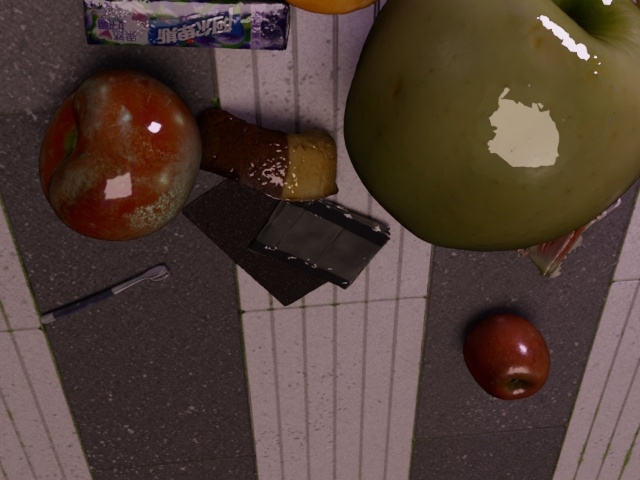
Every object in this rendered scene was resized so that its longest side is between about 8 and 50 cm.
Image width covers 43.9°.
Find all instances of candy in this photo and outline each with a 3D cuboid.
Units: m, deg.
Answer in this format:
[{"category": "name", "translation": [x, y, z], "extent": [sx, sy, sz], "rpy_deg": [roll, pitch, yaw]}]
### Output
[{"category": "candy", "translation": [-0.203, -0.341, 1.210], "extent": [0.313, 0.061, 0.088], "rpy_deg": [0, 132, -8]}]

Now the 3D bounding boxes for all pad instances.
[{"category": "pad", "translation": [-0.079, -0.012, 1.533], "extent": [0.220, 0.004, 0.330], "rpy_deg": [-31, 127, 17]}, {"category": "pad", "translation": [0.000, 0.000, 1.537], "extent": [0.233, 0.022, 0.174], "rpy_deg": [22, 124, -22]}]

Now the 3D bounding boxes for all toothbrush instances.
[{"category": "toothbrush", "translation": [-0.428, 0.109, 1.573], "extent": [0.288, 0.024, 0.026], "rpy_deg": [-22, 143, 9]}]

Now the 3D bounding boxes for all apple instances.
[{"category": "apple", "translation": [0.255, -0.195, 1.150], "extent": [0.474, 0.473, 0.473], "rpy_deg": [-4, 129, -5]}, {"category": "apple", "translation": [0.400, 0.253, 1.713], "extent": [0.181, 0.168, 0.181], "rpy_deg": [-3, 135, -3]}]

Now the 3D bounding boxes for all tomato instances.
[{"category": "tomato", "translation": [-0.301, -0.126, 1.242], "extent": [0.223, 0.270, 0.270], "rpy_deg": [15, 127, -38]}]

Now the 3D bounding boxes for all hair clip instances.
[{"category": "hair clip", "translation": [0.507, -0.011, 1.596], "extent": [0.072, 0.034, 0.226], "rpy_deg": [18, 126, -17]}]

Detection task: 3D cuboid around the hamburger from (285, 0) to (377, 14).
[{"category": "hamburger", "translation": [0.012, -0.441, 1.089], "extent": [0.246, 0.169, 0.246], "rpy_deg": [-6, 142, -5]}]

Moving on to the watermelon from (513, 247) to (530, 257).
[{"category": "watermelon", "translation": [0.431, -0.003, 1.571], "extent": [0.155, 0.080, 0.101], "rpy_deg": [-25, 133, 1]}]

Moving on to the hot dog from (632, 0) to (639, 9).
[{"category": "hot dog", "translation": [0.562, -0.321, 1.324], "extent": [0.115, 0.072, 0.269], "rpy_deg": [-30, 125, 17]}]

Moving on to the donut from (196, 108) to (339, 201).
[{"category": "donut", "translation": [-0.088, -0.142, 1.337], "extent": [0.295, 0.151, 0.112], "rpy_deg": [8, 108, -15]}]

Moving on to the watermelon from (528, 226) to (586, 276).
[{"category": "watermelon", "translation": [0.456, -0.098, 1.462], "extent": [0.128, 0.159, 0.303], "rpy_deg": [33, 113, 18]}]
